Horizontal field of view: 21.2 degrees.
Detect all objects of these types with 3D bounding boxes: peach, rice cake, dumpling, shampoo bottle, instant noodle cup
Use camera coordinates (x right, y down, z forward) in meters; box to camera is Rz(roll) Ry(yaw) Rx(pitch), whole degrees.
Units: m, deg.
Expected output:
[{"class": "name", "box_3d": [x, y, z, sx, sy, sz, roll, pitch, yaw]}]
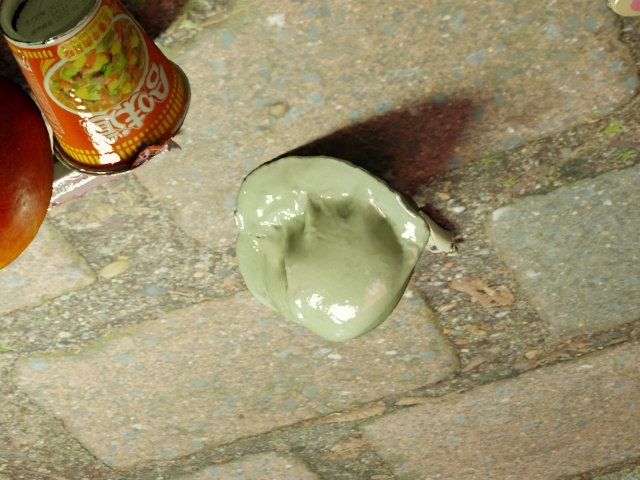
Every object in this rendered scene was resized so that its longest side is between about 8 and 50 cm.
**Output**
[{"class": "peach", "box_3d": [-0.442, -0.086, 2.106, 0.281, 0.238, 0.281, -44, 155, -27]}, {"class": "rice cake", "box_3d": [-0.320, -0.084, 2.323, 0.290, 0.051, 0.081, -23, 147, 21]}, {"class": "dumpling", "box_3d": [0.022, 0.012, 2.469, 0.320, 0.270, 0.212, -55, 156, 20]}, {"class": "shampoo bottle", "box_3d": [0.173, -0.006, 2.626, 0.049, 0.034, 0.141, -31, 146, 22]}, {"class": "instant noodle cup", "box_3d": [-0.275, -0.211, 2.014, 0.193, 0.193, 0.212, -17, 141, 10]}]

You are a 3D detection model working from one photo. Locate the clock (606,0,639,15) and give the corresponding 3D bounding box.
[{"class": "clock", "box_3d": [0.397, -0.408, 1.946, 0.309, 0.114, 0.284, -31, 143, 29]}]
